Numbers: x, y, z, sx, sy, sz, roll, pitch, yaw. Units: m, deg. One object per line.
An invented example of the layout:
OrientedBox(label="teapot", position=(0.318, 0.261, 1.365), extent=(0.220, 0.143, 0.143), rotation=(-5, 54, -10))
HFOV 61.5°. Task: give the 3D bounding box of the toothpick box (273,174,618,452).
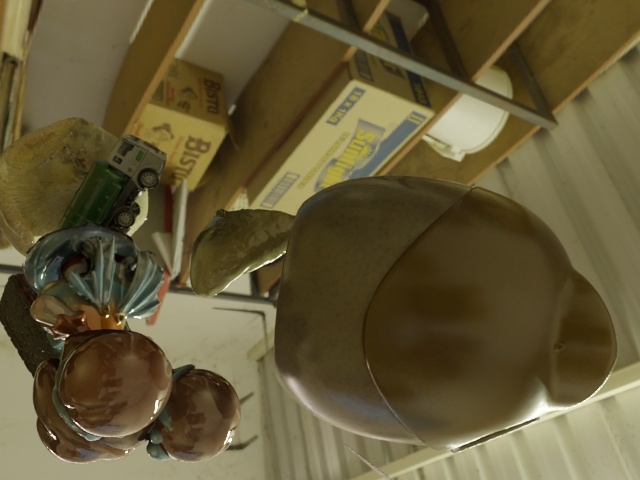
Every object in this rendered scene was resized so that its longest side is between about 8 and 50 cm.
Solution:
OrientedBox(label="toothpick box", position=(0.164, 0.111, 0.820), extent=(0.409, 0.425, 0.409), rotation=(7, 90, -83))

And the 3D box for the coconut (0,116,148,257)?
OrientedBox(label="coconut", position=(-0.583, -0.114, 1.285), extent=(0.360, 0.346, 0.346), rotation=(-8, -106, 43))

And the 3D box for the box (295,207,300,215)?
OrientedBox(label="box", position=(0.000, 0.000, 1.673), extent=(0.162, 0.227, 0.130), rotation=(1, -126, 18))

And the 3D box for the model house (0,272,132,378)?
OrientedBox(label="model house", position=(-0.757, 0.229, 1.565), extent=(0.360, 0.297, 0.339), rotation=(53, -21, 13))

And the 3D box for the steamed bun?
OrientedBox(label="steamed bun", position=(-0.174, -0.004, 1.032), extent=(0.212, 0.231, 0.110), rotation=(20, -41, 60))

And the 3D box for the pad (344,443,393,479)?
OrientedBox(label="pad", position=(0.164, 0.487, 1.040), extent=(0.266, 0.176, 0.002), rotation=(20, -116, 48))

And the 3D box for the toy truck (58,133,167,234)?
OrientedBox(label="toy truck", position=(-0.403, -0.091, 1.053), extent=(0.242, 0.125, 0.101), rotation=(-56, -162, 6))

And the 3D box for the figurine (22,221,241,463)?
OrientedBox(label="figurine", position=(-0.301, 0.155, 0.797), extent=(0.248, 0.276, 0.388), rotation=(-36, -132, 9))
